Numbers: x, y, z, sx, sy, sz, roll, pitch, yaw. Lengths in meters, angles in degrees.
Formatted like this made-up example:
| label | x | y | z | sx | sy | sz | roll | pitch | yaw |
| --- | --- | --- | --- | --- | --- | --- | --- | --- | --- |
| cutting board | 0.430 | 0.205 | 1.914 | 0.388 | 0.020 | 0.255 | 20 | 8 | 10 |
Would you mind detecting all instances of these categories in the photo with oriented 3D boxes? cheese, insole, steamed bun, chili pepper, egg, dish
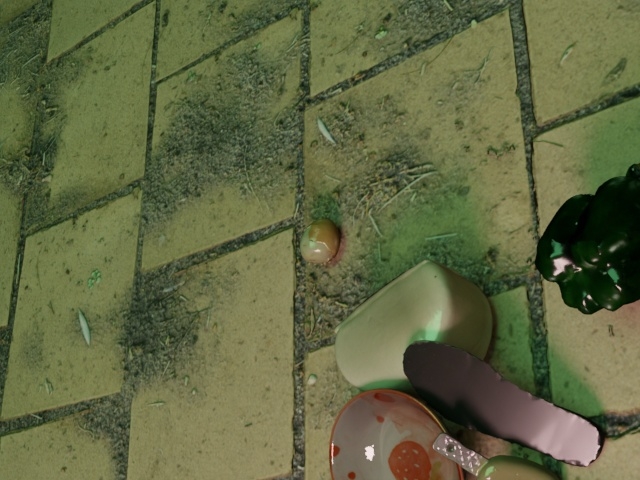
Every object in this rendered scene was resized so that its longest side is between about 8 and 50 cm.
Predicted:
| label | x | y | z | sx | sy | sz | roll | pitch | yaw |
| --- | --- | --- | --- | --- | --- | --- | --- | --- | --- |
| cheese | 0.241 | 0.326 | 1.563 | 0.097 | 0.192 | 0.037 | -56 | 6 | 8 |
| insole | 0.254 | 0.231 | 1.596 | 0.310 | 0.012 | 0.110 | 22 | 106 | 20 |
| steamed bun | 0.148 | 0.161 | 1.745 | 0.242 | 0.146 | 0.164 | -40 | 49 | 26 |
| chili pepper | 0.413 | -0.008 | 1.547 | 0.165 | 0.261 | 0.174 | 49 | 134 | 3 |
| egg | 0.000 | 0.000 | 2.025 | 0.071 | 0.071 | 0.083 | -9 | 64 | 43 |
| dish | 0.135 | 0.343 | 1.693 | 0.260 | 0.085 | 0.260 | 7 | 101 | 43 |
